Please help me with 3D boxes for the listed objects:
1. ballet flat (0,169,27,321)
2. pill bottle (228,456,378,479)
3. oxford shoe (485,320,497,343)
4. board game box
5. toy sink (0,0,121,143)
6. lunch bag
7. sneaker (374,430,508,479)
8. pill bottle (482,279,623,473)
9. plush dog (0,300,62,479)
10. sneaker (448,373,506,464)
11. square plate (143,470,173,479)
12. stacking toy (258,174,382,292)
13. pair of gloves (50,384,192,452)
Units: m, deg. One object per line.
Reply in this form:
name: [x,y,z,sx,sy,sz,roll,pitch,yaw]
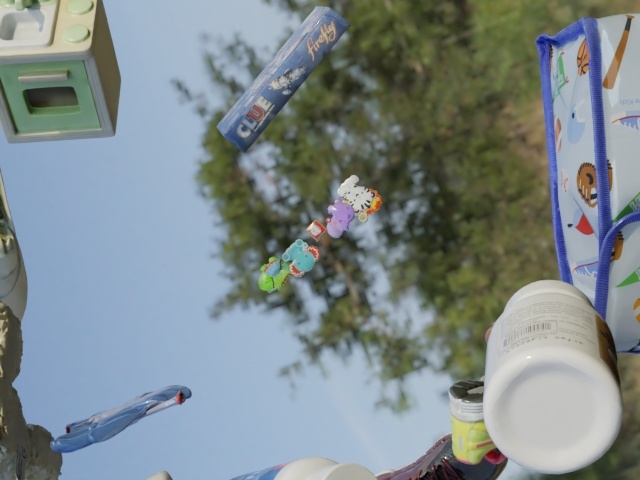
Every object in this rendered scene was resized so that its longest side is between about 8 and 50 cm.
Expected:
ballet flat: [-0.523,-0.035,2.339,0.139,0.139,0.400,-74,-24,-78]
pill bottle: [-0.026,0.309,1.726,0.124,0.221,0.124,13,-113,-33]
oxford shoe: [0.240,0.185,1.910,0.076,0.076,0.212,63,-176,-45]
board game box: [-0.058,-0.244,2.300,0.042,0.243,0.165,39,-178,-12]
toy sink: [-0.361,-0.251,2.030,0.234,0.153,0.131,84,-177,-48]
lunch bag: [0.439,-0.066,1.761,0.239,0.328,0.385,180,87,-84]
sneaker: [0.157,0.395,2.333,0.106,0.281,0.162,50,-145,-6]
pill bottle: [0.230,0.125,1.531,0.229,0.131,0.131,-69,-43,-70]
plush dog: [-0.440,0.213,1.709,0.210,0.225,0.262,-61,-44,-73]
sneaker: [0.205,0.200,1.724,0.208,0.081,0.094,-4,-78,-49]
square plate: [-0.292,0.559,2.220,0.347,0.344,0.049,64,168,-19]
stacking toy: [0.000,0.000,2.221,0.052,0.221,0.167,45,180,6]
pair of gloves: [-0.224,0.202,1.744,0.198,0.159,0.023,-156,45,-86]
